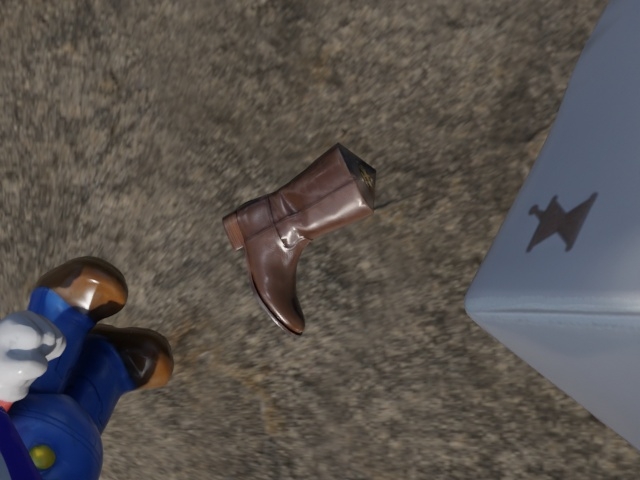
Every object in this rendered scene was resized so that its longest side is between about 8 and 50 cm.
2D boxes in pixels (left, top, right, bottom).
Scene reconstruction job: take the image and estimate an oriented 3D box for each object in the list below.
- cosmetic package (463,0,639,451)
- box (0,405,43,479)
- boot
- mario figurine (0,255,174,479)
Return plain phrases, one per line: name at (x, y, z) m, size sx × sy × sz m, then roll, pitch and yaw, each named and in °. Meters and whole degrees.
cosmetic package at (0.354, 0.003, 0.600) m, size 0.393 × 0.327 × 0.329 m, roll 37°, pitch 71°, yaw -25°
box at (-0.160, 0.131, 0.459) m, size 0.137 × 0.072 × 0.126 m, roll -3°, pitch 41°, yaw -40°
boot at (0.000, 0.000, 0.905) m, size 0.114 × 0.037 × 0.106 m, roll -29°, pitch 91°, yaw 18°
mario figurine at (-0.175, 0.170, 0.883) m, size 0.198 × 0.170 × 0.321 m, roll 32°, pitch 49°, yaw -16°
